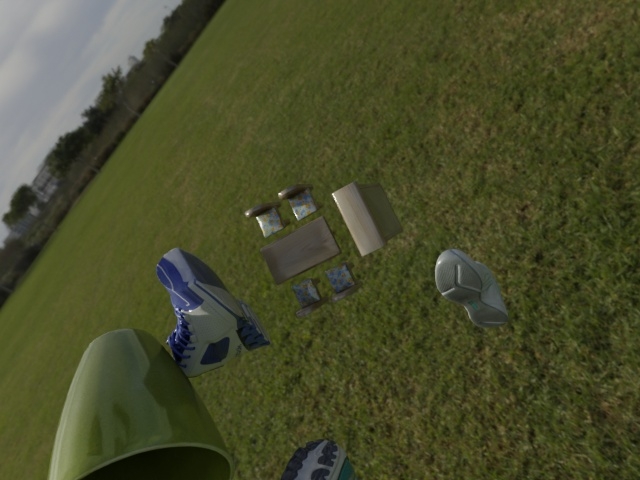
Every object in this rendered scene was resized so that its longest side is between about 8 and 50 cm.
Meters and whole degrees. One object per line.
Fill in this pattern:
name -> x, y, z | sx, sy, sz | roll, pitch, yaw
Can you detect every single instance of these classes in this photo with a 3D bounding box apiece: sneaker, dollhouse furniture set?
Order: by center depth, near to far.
sneaker -> 0.183, 0.050, 0.617 | 0.053, 0.152, 0.061 | -18, 46, 31
sneaker -> -0.022, 0.390, 0.634 | 0.107, 0.110, 0.275 | -15, 25, 42
dollhouse furniture set -> 0.000, 0.000, 0.863 | 0.242, 0.212, 0.161 | -27, -2, 20
sneaker -> -0.232, 0.171, 0.964 | 0.182, 0.316, 0.127 | -37, 50, -4

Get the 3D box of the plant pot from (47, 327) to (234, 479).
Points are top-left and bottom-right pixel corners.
plant pot -> -0.317, 0.302, 0.854 | 0.275, 0.274, 0.294 | -47, 44, 14
